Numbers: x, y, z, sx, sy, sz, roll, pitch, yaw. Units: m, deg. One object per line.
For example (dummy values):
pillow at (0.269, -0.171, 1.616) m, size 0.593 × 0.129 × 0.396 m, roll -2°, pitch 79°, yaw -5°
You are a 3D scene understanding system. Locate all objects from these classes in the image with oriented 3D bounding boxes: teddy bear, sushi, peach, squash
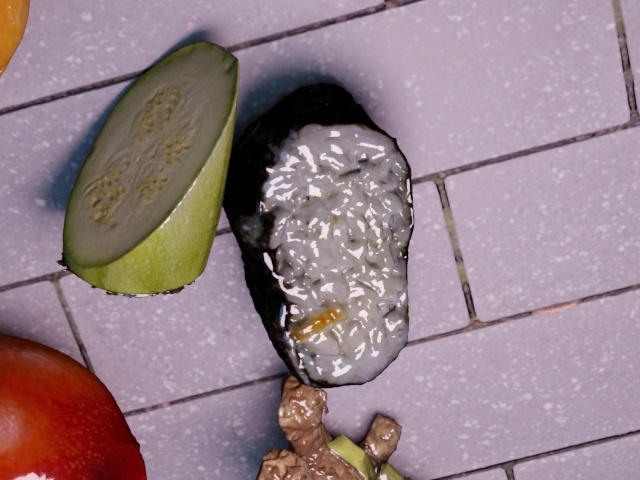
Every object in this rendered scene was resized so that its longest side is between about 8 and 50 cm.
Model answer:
teddy bear at (0.046, 0.327, 1.640) m, size 0.222 × 0.246 × 0.296 m, roll 9°, pitch 146°, yaw 13°
sushi at (0.000, 0.000, 1.510) m, size 0.211 × 0.171 × 0.350 m, roll -16°, pitch 113°, yaw -13°
peach at (-0.395, 0.297, 1.539) m, size 0.388 × 0.388 × 0.388 m, roll -1°, pitch 115°, yaw -2°
squash at (-0.198, -0.088, 1.456) m, size 0.189 × 0.189 × 0.260 m, roll 7°, pitch 118°, yaw -6°

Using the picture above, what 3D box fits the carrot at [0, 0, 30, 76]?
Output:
carrot at (-0.447, -0.289, 1.411) m, size 0.258 × 0.100 × 0.307 m, roll 1°, pitch 123°, yaw -4°
